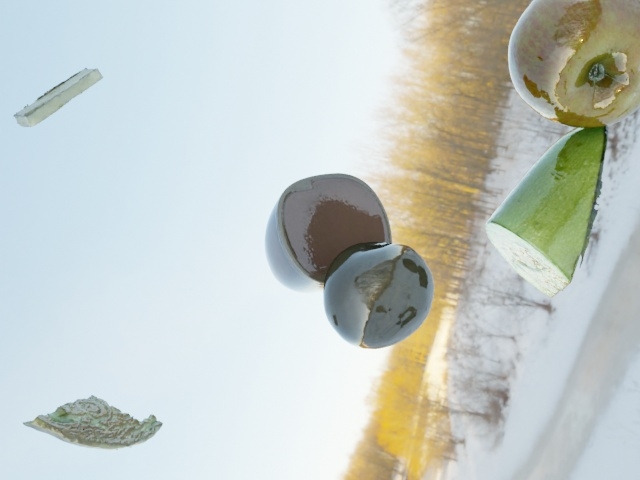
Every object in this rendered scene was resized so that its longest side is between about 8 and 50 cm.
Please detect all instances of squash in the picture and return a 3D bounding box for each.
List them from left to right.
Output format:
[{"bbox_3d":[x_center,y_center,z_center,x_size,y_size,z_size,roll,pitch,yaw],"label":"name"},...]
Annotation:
[{"bbox_3d":[0.496,-0.077,1.153,0.309,0.210,0.233,-44,-19,-3],"label":"squash"}]

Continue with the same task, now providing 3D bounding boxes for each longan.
[{"bbox_3d":[0.113,0.107,1.223,0.215,0.246,0.245,50,-127,-52],"label":"longan"}]

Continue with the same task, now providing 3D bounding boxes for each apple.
[{"bbox_3d":[0.473,-0.327,1.043,0.264,0.265,0.264,14,-90,-76],"label":"apple"}]

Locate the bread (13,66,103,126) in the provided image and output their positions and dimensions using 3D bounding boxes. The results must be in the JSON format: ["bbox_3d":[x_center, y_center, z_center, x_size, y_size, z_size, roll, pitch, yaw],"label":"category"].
[{"bbox_3d":[-0.440,-0.243,0.989,0.153,0.068,0.028,-46,-54,-23],"label":"bread"}]

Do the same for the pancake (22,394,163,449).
[{"bbox_3d":[-0.588,0.485,1.549,0.377,0.197,0.054,24,-77,-39],"label":"pancake"}]

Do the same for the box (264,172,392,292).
[{"bbox_3d":[0.000,0.000,1.468,0.216,0.301,0.300,-40,25,59],"label":"box"}]
